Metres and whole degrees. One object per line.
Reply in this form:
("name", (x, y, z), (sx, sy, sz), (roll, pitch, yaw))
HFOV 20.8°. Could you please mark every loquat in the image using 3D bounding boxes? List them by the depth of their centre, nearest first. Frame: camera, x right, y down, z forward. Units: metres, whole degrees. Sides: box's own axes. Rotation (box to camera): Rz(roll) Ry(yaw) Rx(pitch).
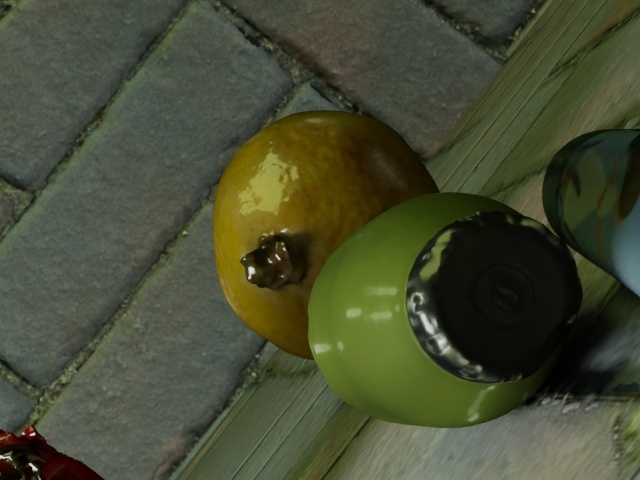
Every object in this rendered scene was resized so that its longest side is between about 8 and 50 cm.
("loquat", (0.000, 0.000, 1.459), (0.213, 0.213, 0.246), (-50, -10, 25))

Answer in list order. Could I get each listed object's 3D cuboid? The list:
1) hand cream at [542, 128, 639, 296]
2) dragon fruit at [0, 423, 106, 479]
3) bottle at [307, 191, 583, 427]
("hand cream", (0.143, -0.015, 0.724), (0.091, 0.058, 0.271), (-54, 7, 2))
("dragon fruit", (-0.234, 0.285, 1.164), (0.291, 0.250, 0.269), (-46, 18, -31))
("bottle", (0.059, 0.033, 0.821), (0.112, 0.112, 0.260), (-52, 2, -8))
